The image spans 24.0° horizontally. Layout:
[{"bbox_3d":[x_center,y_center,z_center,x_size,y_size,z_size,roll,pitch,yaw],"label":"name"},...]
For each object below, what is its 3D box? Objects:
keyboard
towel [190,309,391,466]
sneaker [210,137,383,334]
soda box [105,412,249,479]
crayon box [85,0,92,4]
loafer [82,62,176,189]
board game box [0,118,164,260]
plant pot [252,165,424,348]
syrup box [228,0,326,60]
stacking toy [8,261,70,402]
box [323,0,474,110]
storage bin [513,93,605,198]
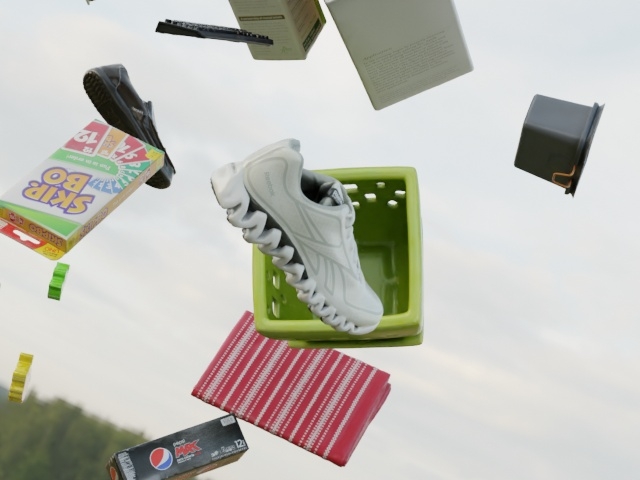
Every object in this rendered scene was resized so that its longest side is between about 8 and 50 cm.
[{"bbox_3d":[-0.154,-0.287,2.072,0.108,0.023,0.180,11,7,30],"label":"keyboard"},{"bbox_3d":[-0.042,0.235,2.399,0.275,0.199,0.031,24,-41,11],"label":"towel"},{"bbox_3d":[0.000,0.000,1.739,0.292,0.118,0.110,48,12,-35],"label":"sneaker"},{"bbox_3d":[-0.179,0.272,1.886,0.169,0.053,0.060,-16,-18,-26],"label":"soda box"},{"bbox_3d":[-0.283,-0.402,1.817,0.323,0.083,0.203,-130,-158,-72],"label":"crayon box"},{"bbox_3d":[-0.280,-0.183,2.334,0.080,0.078,0.220,-8,-65,52],"label":"loafer"},{"bbox_3d":[-0.342,-0.074,2.112,0.124,0.259,0.039,26,-43,16],"label":"board game box"},{"bbox_3d":[0.037,0.038,2.079,0.227,0.228,0.207,-3,-17,9],"label":"plant pot"},{"bbox_3d":[-0.081,-0.385,2.221,0.096,0.093,0.237,3,-44,27],"label":"syrup box"},{"bbox_3d":[-0.419,0.095,1.867,0.167,0.221,0.052,13,-47,-2],"label":"stacking toy"},{"bbox_3d":[0.087,-0.371,2.157,0.168,0.215,0.345,-22,-24,5],"label":"box"},{"bbox_3d":[0.302,-0.123,1.940,0.091,0.098,0.135,19,-27,10],"label":"storage bin"}]
